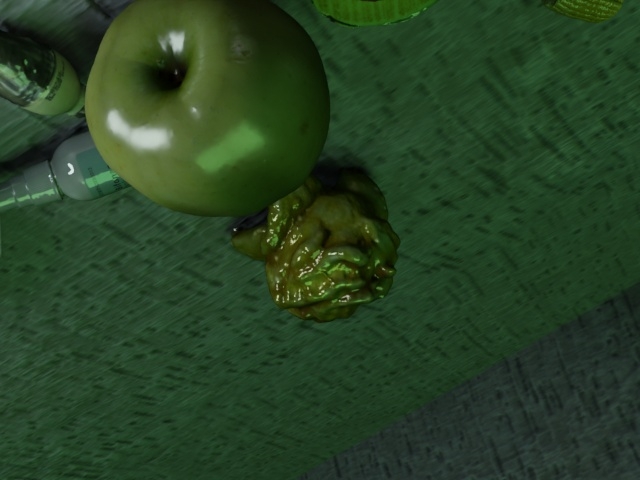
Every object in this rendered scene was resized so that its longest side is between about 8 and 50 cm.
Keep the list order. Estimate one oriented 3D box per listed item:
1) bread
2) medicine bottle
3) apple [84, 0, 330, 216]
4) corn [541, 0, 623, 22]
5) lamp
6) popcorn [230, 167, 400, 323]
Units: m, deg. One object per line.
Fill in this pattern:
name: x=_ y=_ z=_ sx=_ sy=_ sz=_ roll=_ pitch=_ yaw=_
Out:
bread: x=0.109 y=-0.438 z=1.775 sx=0.301 sy=0.045 sz=0.301 roll=-17 pitch=150 yaw=-10
medicine bottle: x=-0.369 y=-0.125 z=1.882 sx=0.352 sy=0.110 sz=0.110 roll=-21 pitch=152 yaw=-5
apple: x=-0.153 y=-0.199 z=1.676 sx=0.357 sy=0.357 sz=0.357 roll=-18 pitch=152 yaw=-10
corn: x=0.465 y=-0.430 z=2.041 sx=0.165 sy=0.063 sz=0.085 roll=3 pitch=166 yaw=-41
lamp: x=-0.423 y=-0.241 z=1.659 sx=0.101 sy=0.101 sz=0.250 roll=-36 pitch=145 yaw=22
popcorn: x=-0.009 y=0.006 z=2.224 sx=0.321 sy=0.290 sz=0.325 roll=-18 pitch=124 yaw=-1
